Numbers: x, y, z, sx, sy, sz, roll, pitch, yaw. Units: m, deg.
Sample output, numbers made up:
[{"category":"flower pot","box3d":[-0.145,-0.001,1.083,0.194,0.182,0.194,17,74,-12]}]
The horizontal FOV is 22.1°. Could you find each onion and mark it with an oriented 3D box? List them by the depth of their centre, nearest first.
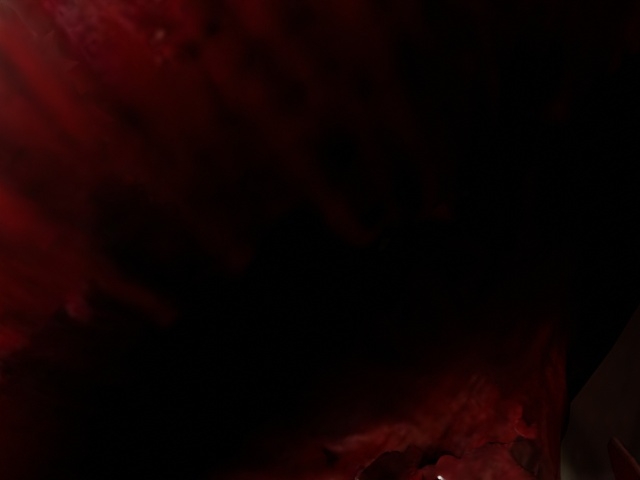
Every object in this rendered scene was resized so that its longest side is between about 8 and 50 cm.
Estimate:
[{"category":"onion","box3d":[0.000,0.000,0.411,0.285,0.273,0.273,56,144,29]}]

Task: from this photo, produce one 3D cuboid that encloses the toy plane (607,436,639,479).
[{"category":"toy plane","box3d":[0.079,0.094,0.401,0.060,0.037,0.145,-117,37,-64]}]
